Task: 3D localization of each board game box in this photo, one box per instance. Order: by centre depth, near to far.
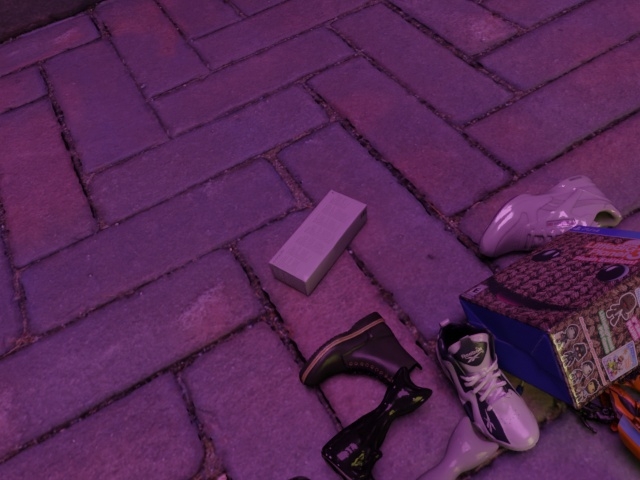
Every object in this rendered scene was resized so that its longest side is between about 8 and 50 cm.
[{"bbox_3d":[0.431,0.108,0.883,0.290,0.141,0.232,-28,14,-14],"label":"board game box"}]

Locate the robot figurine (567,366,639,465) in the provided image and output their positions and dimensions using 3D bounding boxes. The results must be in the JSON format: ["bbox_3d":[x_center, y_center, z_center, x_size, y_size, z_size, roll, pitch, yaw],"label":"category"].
[{"bbox_3d":[0.535,0.260,0.856,0.211,0.085,0.291,-27,54,-14],"label":"robot figurine"}]

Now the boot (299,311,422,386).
[{"bbox_3d":[0.073,0.232,0.954,0.197,0.077,0.137,-35,61,-17],"label":"boot"}]

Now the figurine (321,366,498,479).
[{"bbox_3d":[0.147,0.337,0.842,0.214,0.092,0.209,35,66,28],"label":"figurine"}]

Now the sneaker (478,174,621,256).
[{"bbox_3d":[0.470,-0.032,1.071,0.304,0.114,0.152,-24,52,-10],"label":"sneaker"}]

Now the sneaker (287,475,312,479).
[{"bbox_3d":[-0.008,0.473,0.764,0.101,0.106,0.267,-23,32,-7],"label":"sneaker"}]

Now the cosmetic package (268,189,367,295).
[{"bbox_3d":[0.000,0.000,1.147,0.098,0.061,0.239,27,60,23],"label":"cosmetic package"}]

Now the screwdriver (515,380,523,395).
[{"bbox_3d":[0.359,0.245,0.928,0.024,0.025,0.170,22,63,23],"label":"screwdriver"}]

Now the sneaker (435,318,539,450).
[{"bbox_3d":[0.264,0.222,0.863,0.094,0.153,0.235,-27,47,1],"label":"sneaker"}]
